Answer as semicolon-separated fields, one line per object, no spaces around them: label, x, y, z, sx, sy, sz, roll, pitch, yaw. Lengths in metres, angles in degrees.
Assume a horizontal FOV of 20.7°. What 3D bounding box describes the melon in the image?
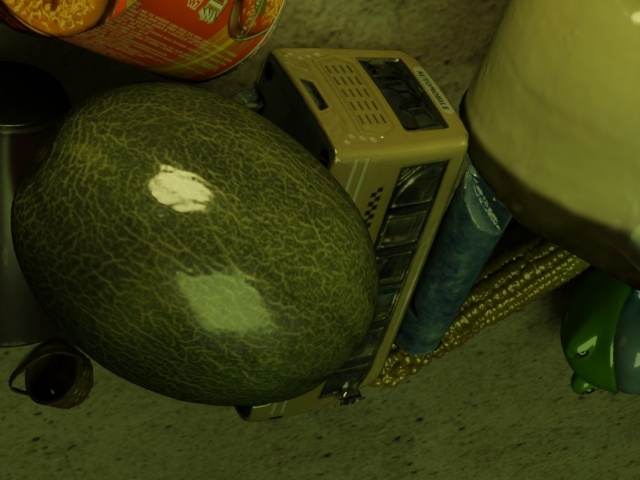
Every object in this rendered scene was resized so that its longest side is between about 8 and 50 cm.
melon;-0.097;0.009;1.402;0.302;0.237;0.237;32;116;-19

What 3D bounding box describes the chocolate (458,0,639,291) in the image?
chocolate;0.317;-0.153;1.570;0.314;0.326;0.297;-49;171;-52

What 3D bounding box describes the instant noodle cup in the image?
instant noodle cup;-0.133;-0.224;1.347;0.213;0.213;0.174;-40;148;15

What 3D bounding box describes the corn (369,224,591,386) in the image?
corn;0.164;0.059;1.899;0.320;0.097;0.097;-29;141;0

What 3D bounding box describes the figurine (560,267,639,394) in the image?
figurine;0.386;0.074;2.016;0.263;0.143;0.162;-38;149;-14

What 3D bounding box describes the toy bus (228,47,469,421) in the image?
toy bus;0.000;0.000;1.675;0.202;0.177;0.365;-7;137;-27

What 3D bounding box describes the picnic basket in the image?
picnic basket;-0.272;0.131;1.745;0.072;0.072;0.083;-39;152;14

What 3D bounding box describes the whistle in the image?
whistle;0.130;0.021;1.708;0.062;0.062;0.304;-12;153;-19

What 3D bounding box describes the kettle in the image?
kettle;-0.295;-0.045;1.512;0.202;0.144;0.232;10;126;2
